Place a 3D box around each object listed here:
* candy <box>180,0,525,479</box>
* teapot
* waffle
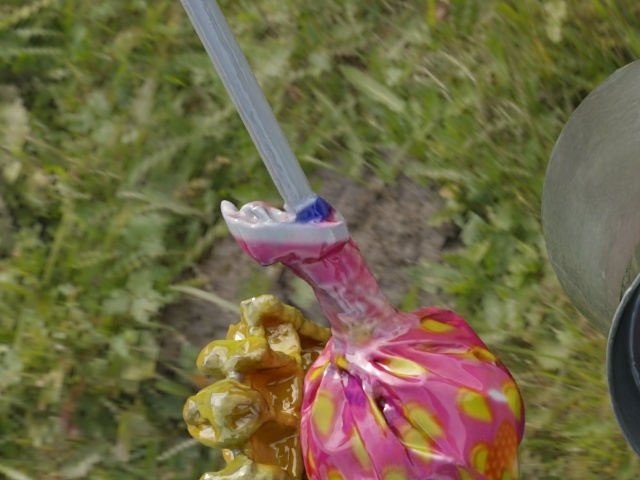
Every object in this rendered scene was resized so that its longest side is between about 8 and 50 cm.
[{"bbox_3d":[0.000,0.000,0.933,0.124,0.124,0.365,-21,118,14],"label":"candy"},{"bbox_3d":[0.276,-0.005,1.254,0.253,0.344,0.300,-11,108,7],"label":"teapot"},{"bbox_3d":[-0.007,0.129,1.065,0.055,0.211,0.160,-17,59,23],"label":"waffle"}]
